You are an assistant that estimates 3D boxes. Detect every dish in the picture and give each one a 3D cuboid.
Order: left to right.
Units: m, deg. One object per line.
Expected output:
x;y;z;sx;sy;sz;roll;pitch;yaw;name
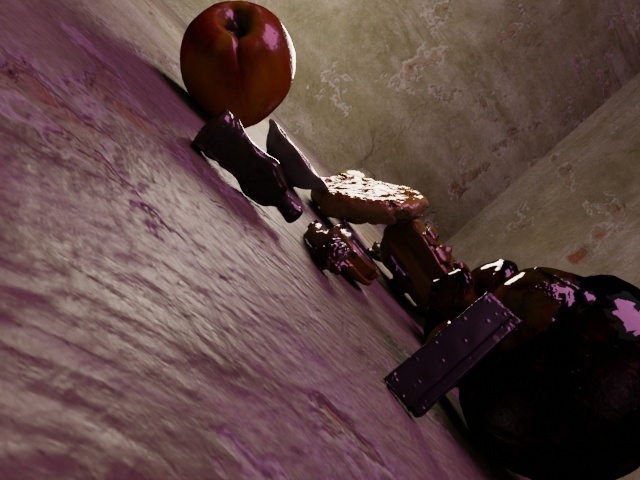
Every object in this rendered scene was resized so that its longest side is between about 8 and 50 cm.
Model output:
-0.079;-0.195;1.613;0.229;0.081;0.229;50;5;-6;dish

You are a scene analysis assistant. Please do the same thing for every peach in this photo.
-0.173;-0.359;1.354;0.238;0.281;0.281;3;15;-4;peach

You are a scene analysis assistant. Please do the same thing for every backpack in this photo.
0.287;0.079;1.789;0.353;0.201;0.378;53;7;27;backpack

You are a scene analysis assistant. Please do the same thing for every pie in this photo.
0.126;-0.112;1.727;0.339;0.083;0.339;7;16;-2;pie

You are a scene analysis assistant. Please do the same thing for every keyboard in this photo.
0.191;0.158;0.913;0.072;0.231;0.023;44;-29;22;keyboard

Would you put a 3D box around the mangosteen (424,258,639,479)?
0.376;0.225;1.088;0.421;0.381;0.381;9;5;6;mangosteen

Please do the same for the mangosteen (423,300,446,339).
0.341;0.205;1.495;0.228;0.228;0.265;46;-25;-10;mangosteen

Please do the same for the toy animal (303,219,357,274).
0.016;-0.003;1.188;0.220;0.086;0.069;-127;-149;-68;toy animal

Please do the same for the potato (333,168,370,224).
0.105;-0.138;2.062;0.235;0.160;0.178;174;-88;-83;potato

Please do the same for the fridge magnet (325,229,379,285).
0.061;0.031;1.302;0.143;0.063;0.143;49;10;-11;fridge magnet

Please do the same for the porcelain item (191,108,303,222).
-0.104;-0.112;1.040;0.215;0.081;0.069;44;9;-22;porcelain item
